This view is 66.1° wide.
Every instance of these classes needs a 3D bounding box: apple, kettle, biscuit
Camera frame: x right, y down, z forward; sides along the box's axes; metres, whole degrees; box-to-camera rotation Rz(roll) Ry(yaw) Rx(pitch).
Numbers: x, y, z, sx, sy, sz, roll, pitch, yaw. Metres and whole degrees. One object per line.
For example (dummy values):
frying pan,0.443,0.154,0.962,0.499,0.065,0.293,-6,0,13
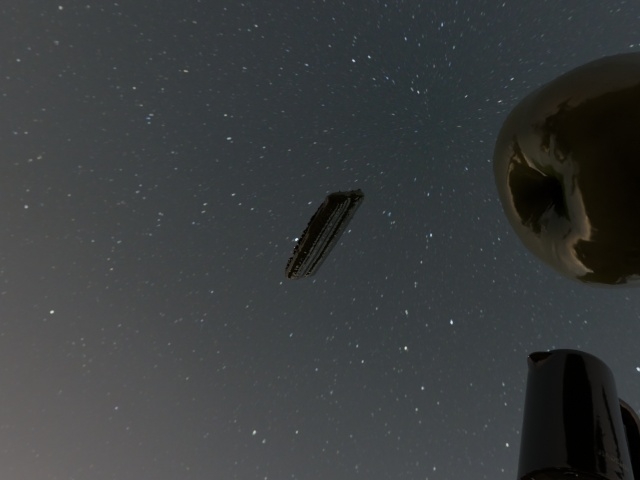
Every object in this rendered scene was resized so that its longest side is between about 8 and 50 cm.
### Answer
apple,0.586,-0.137,0.947,0.474,0.473,0.473,3,-77,13
kettle,0.545,0.397,0.997,0.262,0.308,0.203,9,-52,19
biscuit,0.000,0.000,1.128,0.038,0.099,0.322,65,-36,29
